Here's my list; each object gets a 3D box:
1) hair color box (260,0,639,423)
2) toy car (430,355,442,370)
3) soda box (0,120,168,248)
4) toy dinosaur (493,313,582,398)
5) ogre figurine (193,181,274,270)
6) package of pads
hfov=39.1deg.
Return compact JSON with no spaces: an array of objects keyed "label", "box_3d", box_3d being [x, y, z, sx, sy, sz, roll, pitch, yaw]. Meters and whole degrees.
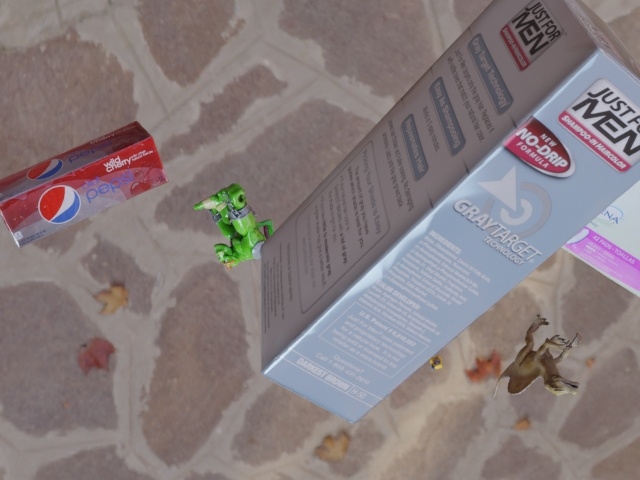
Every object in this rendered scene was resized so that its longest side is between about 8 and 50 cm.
[{"label":"hair color box","box_3d":[0.103,-0.035,0.767,0.113,0.185,0.374,32,118,-24]},{"label":"toy car","box_3d":[0.169,0.215,1.671,0.122,0.040,0.060,-4,114,-4]},{"label":"soda box","box_3d":[-0.387,-0.093,1.446,0.263,0.083,0.092,-26,126,-17]},{"label":"toy dinosaur","box_3d":[0.233,0.134,0.999,0.053,0.183,0.092,39,75,-6]},{"label":"ogre figurine","box_3d":[-0.123,-0.024,1.359,0.097,0.197,0.118,-31,95,-34]},{"label":"package of pads","box_3d":[0.534,-0.038,1.462,0.296,0.101,0.229,29,110,-13]}]
